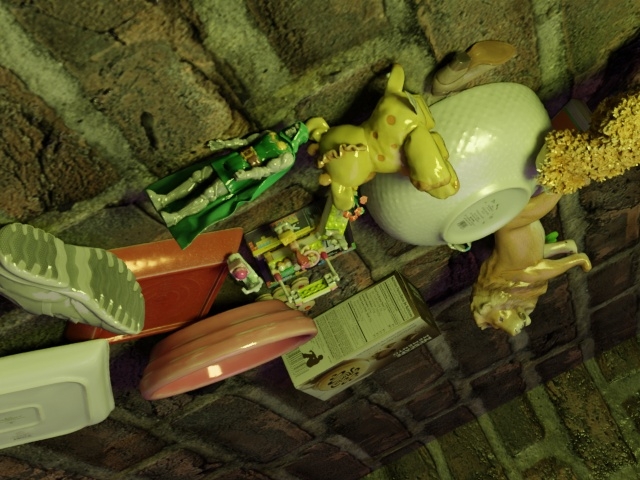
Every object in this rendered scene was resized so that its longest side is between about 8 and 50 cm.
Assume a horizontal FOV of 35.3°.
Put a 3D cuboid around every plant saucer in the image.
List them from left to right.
[{"bbox_3d":[-0.265,0.087,1.620,0.259,0.048,0.258,-10,150,-30],"label":"plant saucer"},{"bbox_3d":[-0.171,0.189,1.796,0.332,0.084,0.332,-20,168,-4],"label":"plant saucer"}]

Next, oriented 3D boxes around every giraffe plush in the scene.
[{"bbox_3d":[0.078,-0.125,1.416,0.170,0.181,0.210,-24,148,14],"label":"giraffe plush"}]

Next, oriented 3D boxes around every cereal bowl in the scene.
[{"bbox_3d":[0.241,-0.096,1.642,0.339,0.141,0.339,-22,155,-11],"label":"cereal bowl"}]

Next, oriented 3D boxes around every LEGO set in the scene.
[{"bbox_3d":[0.000,0.000,1.552,0.287,0.107,0.132,-41,132,10],"label":"LEGO set"}]

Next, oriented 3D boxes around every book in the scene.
[{"bbox_3d":[0.419,-0.160,1.736,0.035,0.096,0.144,-3,147,-41],"label":"book"}]

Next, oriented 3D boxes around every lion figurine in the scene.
[{"bbox_3d":[0.383,-0.005,1.916,0.240,0.142,0.392,-15,123,-2],"label":"lion figurine"}]

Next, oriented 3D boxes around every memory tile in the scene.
[{"bbox_3d":[-0.067,0.120,1.914,0.113,0.012,0.148,-24,155,-5],"label":"memory tile"}]

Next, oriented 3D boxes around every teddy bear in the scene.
[{"bbox_3d":[0.481,-0.160,1.530,0.338,0.113,0.245,-25,157,4],"label":"teddy bear"}]

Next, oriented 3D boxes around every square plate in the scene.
[{"bbox_3d":[-0.523,0.283,1.699,0.347,0.049,0.344,-11,153,-15],"label":"square plate"}]

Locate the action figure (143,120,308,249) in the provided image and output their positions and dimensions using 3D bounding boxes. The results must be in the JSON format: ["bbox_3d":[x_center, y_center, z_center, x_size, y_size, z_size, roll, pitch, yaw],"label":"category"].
[{"bbox_3d":[-0.117,-0.094,1.353,0.232,0.137,0.063,-31,144,-10],"label":"action figure"}]

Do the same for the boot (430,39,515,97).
[{"bbox_3d":[0.215,-0.244,1.452,0.118,0.042,0.087,-13,158,-24],"label":"boot"}]

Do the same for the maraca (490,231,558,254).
[{"bbox_3d":[0.427,0.026,2.105,0.185,0.099,0.127,-11,152,-43],"label":"maraca"}]

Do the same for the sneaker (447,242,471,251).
[{"bbox_3d":[0.264,-0.012,1.895,0.071,0.083,0.190,-43,152,28],"label":"sneaker"}]

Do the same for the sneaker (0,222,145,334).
[{"bbox_3d":[-0.364,0.061,1.413,0.115,0.105,0.281,-23,141,30],"label":"sneaker"}]

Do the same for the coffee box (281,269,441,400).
[{"bbox_3d":[0.081,0.201,2.085,0.297,0.119,0.168,-30,154,9],"label":"coffee box"}]

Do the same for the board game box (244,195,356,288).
[{"bbox_3d":[-0.031,0.002,1.677,0.170,0.048,0.141,-24,153,-5],"label":"board game box"}]
